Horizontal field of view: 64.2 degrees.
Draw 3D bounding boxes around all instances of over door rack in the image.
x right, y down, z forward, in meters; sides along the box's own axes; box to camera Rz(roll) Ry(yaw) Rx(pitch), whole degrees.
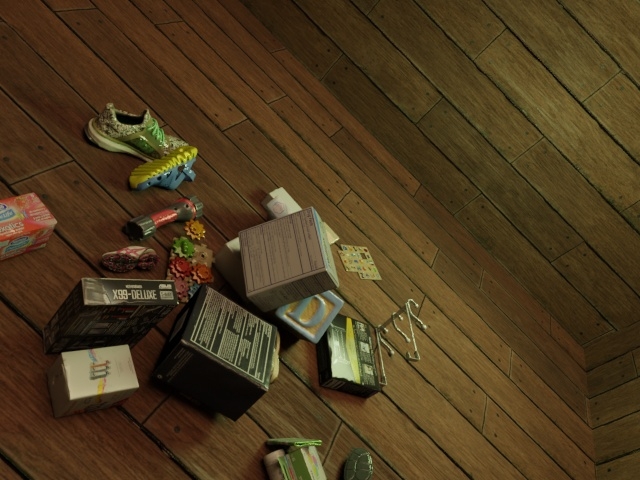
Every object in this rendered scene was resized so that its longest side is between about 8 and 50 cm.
[{"bbox_3d":[0.332,0.437,2.139,0.108,0.239,0.324,29,37,-15],"label":"over door rack"}]

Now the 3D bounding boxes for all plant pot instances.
[{"bbox_3d":[0.000,0.000,2.349,0.109,0.109,0.096,47,46,0],"label":"plant pot"}]

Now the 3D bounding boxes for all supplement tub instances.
[{"bbox_3d":[-0.124,0.693,1.532,0.071,0.071,0.107,5,52,-45],"label":"supplement tub"}]

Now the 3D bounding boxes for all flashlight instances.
[{"bbox_3d":[-0.552,-0.079,1.832,0.103,0.103,0.304,50,33,0],"label":"flashlight"}]

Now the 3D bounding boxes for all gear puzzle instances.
[{"bbox_3d":[-0.445,0.067,1.800,0.175,0.044,0.339,22,50,-31],"label":"gear puzzle"}]

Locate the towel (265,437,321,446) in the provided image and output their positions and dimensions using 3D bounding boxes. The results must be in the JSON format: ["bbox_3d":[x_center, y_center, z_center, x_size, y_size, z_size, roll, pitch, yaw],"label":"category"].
[{"bbox_3d":[-0.084,0.628,1.576,0.113,0.152,0.023,13,69,-38],"label":"towel"}]

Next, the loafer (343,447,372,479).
[{"bbox_3d":[0.117,0.820,1.676,0.096,0.084,0.267,9,36,1],"label":"loafer"}]

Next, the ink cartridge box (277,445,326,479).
[{"bbox_3d":[-0.051,0.687,1.535,0.109,0.062,0.209,65,6,25],"label":"ink cartridge box"}]

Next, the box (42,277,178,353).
[{"bbox_3d":[-0.559,0.204,1.351,0.242,0.307,0.077,6,55,-43],"label":"box"}]

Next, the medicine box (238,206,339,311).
[{"bbox_3d":[-0.113,0.065,1.745,0.149,0.289,0.263,59,15,-55],"label":"medicine box"}]

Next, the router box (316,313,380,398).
[{"bbox_3d":[0.101,0.445,2.017,0.243,0.081,0.309,24,40,-29],"label":"router box"}]

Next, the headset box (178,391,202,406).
[{"bbox_3d":[-0.381,0.450,1.536,0.083,0.032,0.062,39,34,-10],"label":"headset box"}]

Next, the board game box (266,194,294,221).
[{"bbox_3d":[-0.099,-0.014,2.110,0.318,0.066,0.319,49,-10,4],"label":"board game box"}]

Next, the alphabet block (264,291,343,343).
[{"bbox_3d":[-0.066,0.246,1.875,0.193,0.197,0.192,40,75,-11],"label":"alphabet block"}]

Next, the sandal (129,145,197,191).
[{"bbox_3d":[-0.586,-0.252,1.960,0.126,0.138,0.317,16,36,34],"label":"sandal"}]

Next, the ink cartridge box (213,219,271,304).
[{"bbox_3d":[-0.237,0.079,1.983,0.226,0.131,0.306,50,34,5],"label":"ink cartridge box"}]

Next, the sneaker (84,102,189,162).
[{"bbox_3d":[-0.673,-0.415,1.969,0.410,0.182,0.158,7,50,-44],"label":"sneaker"}]

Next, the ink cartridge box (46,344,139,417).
[{"bbox_3d":[-0.589,0.361,1.316,0.176,0.128,0.127,3,53,-45],"label":"ink cartridge box"}]

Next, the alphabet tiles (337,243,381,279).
[{"bbox_3d":[0.187,0.108,2.520,0.237,0.009,0.198,6,51,-43],"label":"alphabet tiles"}]

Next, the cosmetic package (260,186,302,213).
[{"bbox_3d":[-0.151,-0.123,2.325,0.231,0.085,0.117,48,34,5],"label":"cosmetic package"}]

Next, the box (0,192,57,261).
[{"bbox_3d":[-0.883,-0.024,1.393,0.123,0.128,0.257,50,35,5],"label":"box"}]

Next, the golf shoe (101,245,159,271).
[{"bbox_3d":[-0.626,0.056,1.659,0.186,0.067,0.086,1,28,-46],"label":"golf shoe"}]

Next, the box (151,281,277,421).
[{"bbox_3d":[-0.310,0.336,1.559,0.294,0.183,0.296,35,24,-16],"label":"box"}]

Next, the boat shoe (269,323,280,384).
[{"bbox_3d":[-0.190,0.384,1.768,0.073,0.080,0.224,26,43,-36],"label":"boat shoe"}]
